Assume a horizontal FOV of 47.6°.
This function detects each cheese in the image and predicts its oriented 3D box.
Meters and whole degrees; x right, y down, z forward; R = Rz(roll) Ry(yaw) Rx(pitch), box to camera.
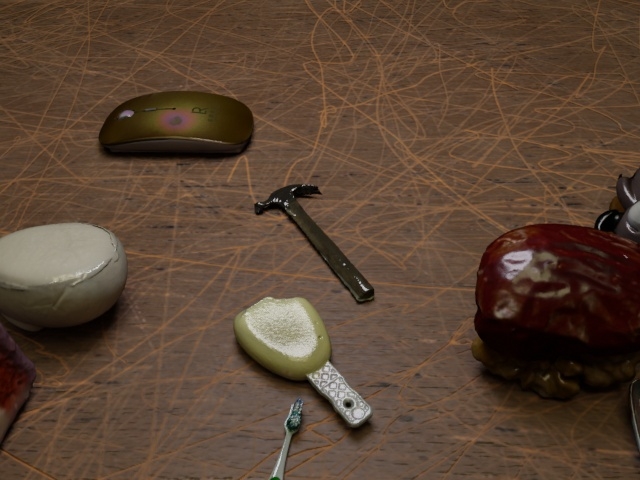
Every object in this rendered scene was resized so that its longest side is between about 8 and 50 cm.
[{"bbox_3d":[-0.015,0.176,1.071,0.127,0.050,0.255,-31,54,-26],"label":"cheese"}]

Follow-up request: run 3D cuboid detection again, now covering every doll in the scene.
[{"bbox_3d":[0.551,-0.047,1.148,0.182,0.117,0.257,27,55,21],"label":"doll"}]

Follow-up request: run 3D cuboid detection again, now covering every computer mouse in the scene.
[{"bbox_3d":[-0.291,-0.235,1.457,0.310,0.071,0.158,1,45,5],"label":"computer mouse"}]

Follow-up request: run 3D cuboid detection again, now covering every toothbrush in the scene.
[{"bbox_3d":[-0.066,0.341,0.936,0.030,0.030,0.304,9,51,11],"label":"toothbrush"}]

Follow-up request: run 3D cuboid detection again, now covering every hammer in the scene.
[{"bbox_3d":[0.000,0.001,1.249,0.125,0.027,0.297,-27,51,-15],"label":"hammer"}]

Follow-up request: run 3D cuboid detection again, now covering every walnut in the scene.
[{"bbox_3d":[0.351,0.099,1.025,0.269,0.222,0.243,1,78,13],"label":"walnut"}]

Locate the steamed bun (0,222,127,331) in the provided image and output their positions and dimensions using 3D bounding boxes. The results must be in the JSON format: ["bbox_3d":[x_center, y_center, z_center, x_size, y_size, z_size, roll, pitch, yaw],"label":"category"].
[{"bbox_3d":[-0.415,0.062,1.139,0.228,0.130,0.177,-1,37,4],"label":"steamed bun"}]

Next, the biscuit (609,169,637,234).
[{"bbox_3d":[0.576,-0.005,1.215,0.302,0.043,0.278,-24,52,-15],"label":"biscuit"}]

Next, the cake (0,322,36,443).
[{"bbox_3d":[-0.549,0.169,0.932,0.230,0.308,0.237,8,51,16],"label":"cake"}]

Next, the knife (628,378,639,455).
[{"bbox_3d":[0.431,0.306,0.922,0.123,0.053,0.278,-3,46,6],"label":"knife"}]
